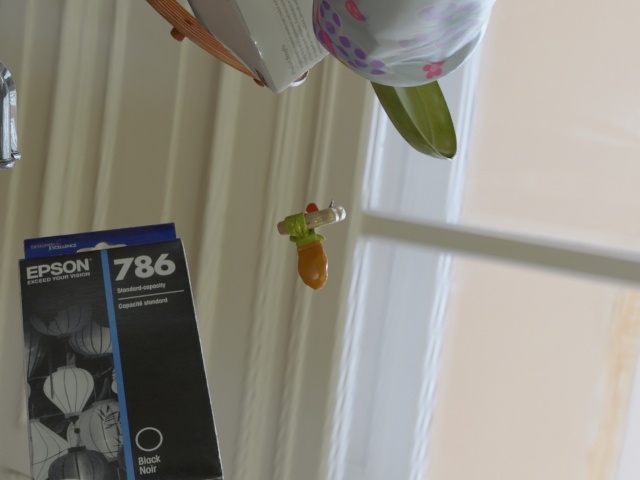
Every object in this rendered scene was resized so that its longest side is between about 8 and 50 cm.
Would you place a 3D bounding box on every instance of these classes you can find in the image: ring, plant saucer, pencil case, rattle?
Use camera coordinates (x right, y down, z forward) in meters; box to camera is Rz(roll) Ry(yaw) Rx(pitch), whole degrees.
[{"bbox_3d":[-0.156,-0.331,1.571,0.032,0.337,0.336,-48,159,23],"label":"ring"},{"bbox_3d":[0.117,-0.213,1.516,0.241,0.037,0.241,49,26,-35],"label":"plant saucer"},{"bbox_3d":[0.069,-0.189,0.597,0.124,0.114,0.273,-27,168,-17],"label":"pencil case"},{"bbox_3d":[0.000,0.000,2.008,0.143,0.130,0.199,58,-1,0],"label":"rattle"}]

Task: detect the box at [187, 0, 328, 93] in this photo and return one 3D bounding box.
[{"bbox_3d":[-0.080,-0.298,1.246,0.119,0.182,0.181,-40,148,-8],"label":"box"}]

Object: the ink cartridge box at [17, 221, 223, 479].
[{"bbox_3d":[-0.196,0.101,1.037,0.065,0.165,0.333,96,-18,-51],"label":"ink cartridge box"}]

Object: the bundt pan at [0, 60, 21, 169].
[{"bbox_3d":[-0.489,-0.171,1.207,0.330,0.330,0.124,-8,114,-59],"label":"bundt pan"}]
